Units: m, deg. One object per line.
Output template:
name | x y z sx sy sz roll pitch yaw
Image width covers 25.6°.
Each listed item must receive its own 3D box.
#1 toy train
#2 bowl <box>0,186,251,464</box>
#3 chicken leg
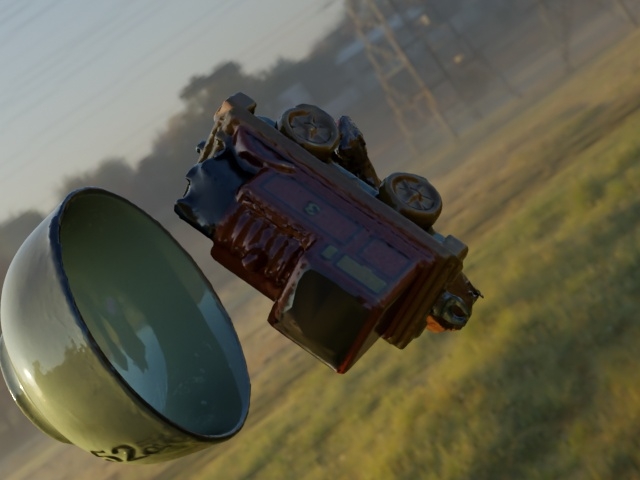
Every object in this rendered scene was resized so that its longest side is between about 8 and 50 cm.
toy train | 0.000 0.000 1.575 0.231 0.369 0.163 -44 -15 -53
bowl | -0.263 0.129 1.709 0.185 0.354 0.354 -33 3 18
chicken leg | 0.090 -0.018 1.741 0.093 0.304 0.113 -34 -8 22
